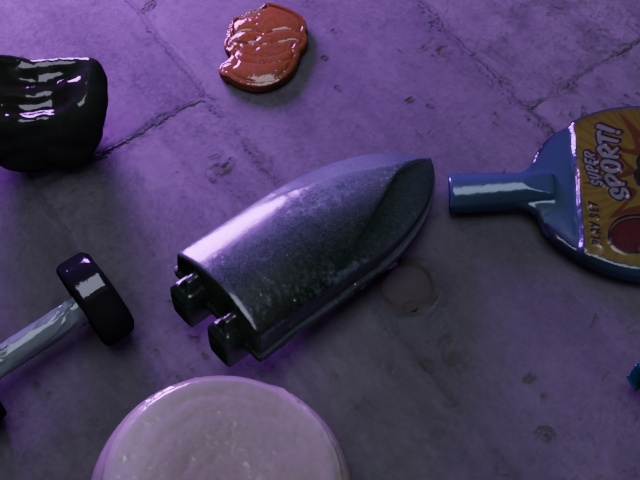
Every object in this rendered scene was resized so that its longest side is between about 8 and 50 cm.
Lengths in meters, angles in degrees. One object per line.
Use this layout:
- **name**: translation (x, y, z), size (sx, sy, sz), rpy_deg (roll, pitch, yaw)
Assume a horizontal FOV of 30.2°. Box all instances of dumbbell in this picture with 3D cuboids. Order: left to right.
- **dumbbell**: translation (-0.289, 0.100, 1.186), size (0.191, 0.100, 0.100), rpy_deg (-33, 61, -14)

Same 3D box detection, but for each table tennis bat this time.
- **table tennis bat**: translation (0.299, -0.050, 1.250), size (0.328, 0.044, 0.215), rpy_deg (1, 60, 5)

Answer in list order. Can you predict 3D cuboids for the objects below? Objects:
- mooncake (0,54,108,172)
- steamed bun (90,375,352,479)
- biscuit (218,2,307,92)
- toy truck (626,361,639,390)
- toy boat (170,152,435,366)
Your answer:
- **mooncake**: translation (-0.318, -0.146, 1.305), size (0.175, 0.168, 0.104), rpy_deg (-15, 58, 15)
- **steamed bun**: translation (-0.088, 0.241, 1.051), size (0.231, 0.145, 0.232), rpy_deg (5, 54, -6)
- **biscuit**: translation (-0.067, -0.231, 1.412), size (0.102, 0.019, 0.131), rpy_deg (9, 59, 10)
- **toy truck**: translation (0.403, 0.102, 1.097), size (0.215, 0.116, 0.110), rpy_deg (-22, 58, -7)
- **toy boat**: translation (0.000, 0.000, 1.226), size (0.319, 0.092, 0.141), rpy_deg (-34, 60, -22)
